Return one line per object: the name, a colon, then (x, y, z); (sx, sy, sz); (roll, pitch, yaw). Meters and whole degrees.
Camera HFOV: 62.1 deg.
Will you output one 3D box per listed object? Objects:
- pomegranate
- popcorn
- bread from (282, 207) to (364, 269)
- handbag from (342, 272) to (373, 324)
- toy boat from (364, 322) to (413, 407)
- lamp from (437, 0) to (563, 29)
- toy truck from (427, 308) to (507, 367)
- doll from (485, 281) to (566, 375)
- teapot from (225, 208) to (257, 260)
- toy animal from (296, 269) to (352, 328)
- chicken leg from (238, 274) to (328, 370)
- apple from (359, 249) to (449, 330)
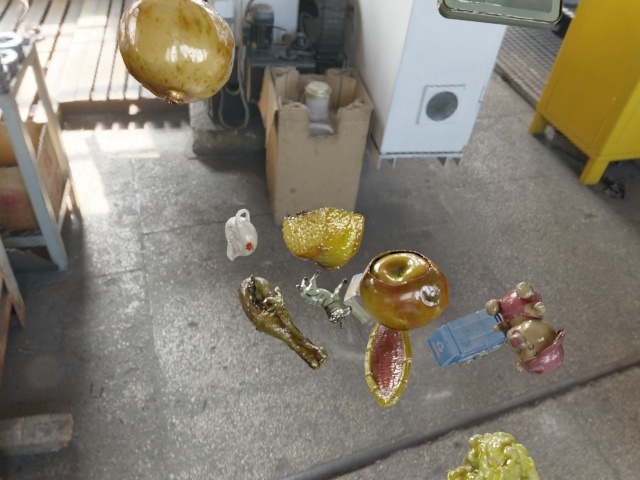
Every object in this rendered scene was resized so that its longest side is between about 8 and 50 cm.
pomegranate: (-0.275, -0.359, 1.016); (0.215, 0.215, 0.215); (4, 42, -4)
popcorn: (0.367, 0.507, 1.123); (0.185, 0.187, 0.167); (-32, 8, 6)
bread: (0.005, 0.000, 1.463); (0.160, 0.260, 0.147); (17, 75, -36)
handbag: (0.140, 0.189, 1.786); (0.117, 0.095, 0.173); (50, 33, -15)
toy boat: (0.197, 0.342, 1.545); (0.141, 0.099, 0.318); (-1, 52, 13)
lamp: (0.396, -0.602, 1.150); (0.266, 0.047, 0.269); (7, 87, -1)
toy truck: (0.579, 0.341, 1.928); (0.367, 0.175, 0.146); (-22, 63, -2)
doll: (0.600, 0.260, 1.530); (0.152, 0.196, 0.256); (-14, 67, -10)
teapot: (-0.281, -0.025, 1.903); (0.145, 0.226, 0.092); (36, 45, 27)
toy animal: (0.012, 0.195, 1.770); (0.217, 0.073, 0.176); (15, 45, 14)
chicken leg: (-0.133, 0.269, 1.714); (0.140, 0.211, 0.361); (-41, 88, -1)
apple: (0.222, 0.132, 1.445); (0.237, 0.207, 0.237); (-19, 43, 19)
